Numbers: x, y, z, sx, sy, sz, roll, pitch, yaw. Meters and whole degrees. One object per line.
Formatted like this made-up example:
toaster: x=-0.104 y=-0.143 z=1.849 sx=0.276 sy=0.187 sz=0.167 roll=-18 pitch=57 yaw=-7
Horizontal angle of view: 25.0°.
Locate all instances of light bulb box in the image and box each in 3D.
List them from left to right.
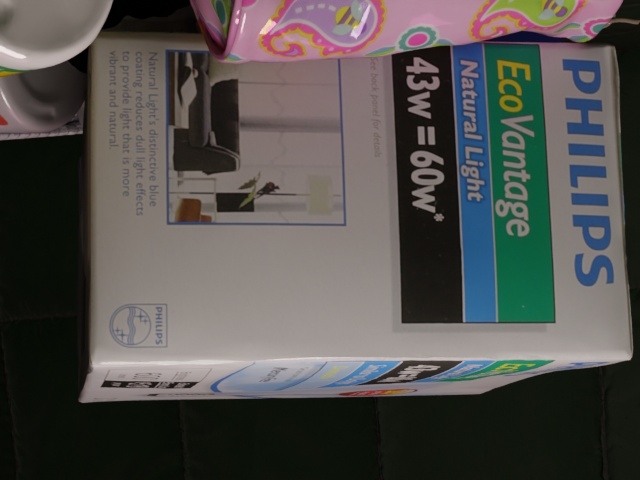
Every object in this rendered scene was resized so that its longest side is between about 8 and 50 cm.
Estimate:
light bulb box: x=0.000 y=0.000 z=1.094 sx=0.360 sy=0.225 sz=0.358 roll=0 pitch=170 yaw=-10

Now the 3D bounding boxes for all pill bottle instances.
pill bottle: x=-0.221 y=-0.146 z=0.830 sx=0.117 sy=0.118 sz=0.208 roll=-8 pitch=-176 yaw=-43
pill bottle: x=-0.312 y=-0.151 z=1.208 sx=0.221 sy=0.124 sz=0.124 roll=3 pitch=-173 yaw=30

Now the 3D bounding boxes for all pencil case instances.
pencil case: x=0.059 y=-0.177 z=0.906 sx=0.284 sy=0.124 sz=0.124 roll=-6 pitch=-177 yaw=-19

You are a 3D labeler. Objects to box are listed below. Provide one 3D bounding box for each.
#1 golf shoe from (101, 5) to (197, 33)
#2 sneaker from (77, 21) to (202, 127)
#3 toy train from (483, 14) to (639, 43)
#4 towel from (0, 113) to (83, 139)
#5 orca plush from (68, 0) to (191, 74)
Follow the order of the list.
golf shoe: x=-0.173 y=-0.164 z=1.292 sx=0.115 sy=0.140 sz=0.306 roll=-6 pitch=-174 yaw=-13
sneaker: x=-0.082 y=-0.170 z=1.445 sx=0.321 sy=0.126 sz=0.127 roll=-13 pitch=167 yaw=28
toy train: x=0.221 y=-0.242 z=1.653 sx=0.248 sy=0.105 sz=0.143 roll=-7 pitch=-166 yaw=-24
towel: x=-0.410 y=-0.178 z=1.725 sx=0.235 sy=0.121 sz=0.283 roll=-1 pitch=-174 yaw=32
orca plush: x=-0.161 y=-0.171 z=1.080 sx=0.287 sy=0.102 sz=0.151 roll=-7 pitch=-176 yaw=-23
